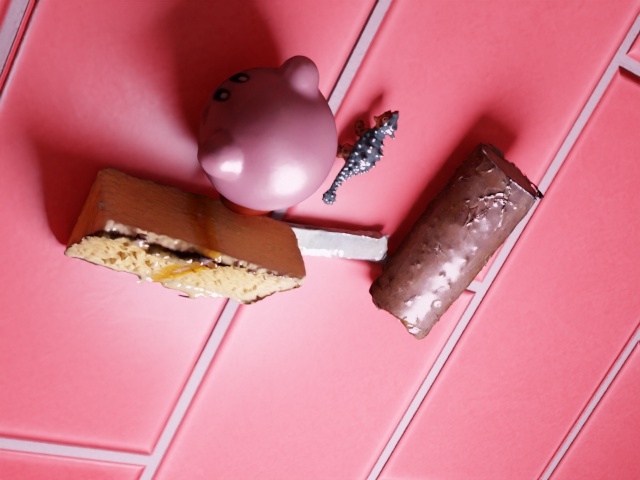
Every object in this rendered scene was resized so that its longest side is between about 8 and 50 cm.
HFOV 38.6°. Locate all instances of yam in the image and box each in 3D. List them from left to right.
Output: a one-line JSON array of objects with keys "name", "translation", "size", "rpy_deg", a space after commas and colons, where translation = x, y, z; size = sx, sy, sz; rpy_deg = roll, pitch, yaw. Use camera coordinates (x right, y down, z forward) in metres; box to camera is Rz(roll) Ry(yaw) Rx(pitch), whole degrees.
[{"name": "yam", "translation": [0.185, 0.001, 1.280], "size": [0.131, 0.131, 0.280], "rpy_deg": [30, 103, -36]}]

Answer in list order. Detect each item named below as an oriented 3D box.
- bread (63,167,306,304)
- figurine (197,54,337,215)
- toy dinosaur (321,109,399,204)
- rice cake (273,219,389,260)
[{"name": "bread", "translation": [-0.160, 0.004, 1.100], "size": [0.266, 0.142, 0.178], "rpy_deg": [20, 145, -25]}, {"name": "figurine", "translation": [-0.063, -0.118, 1.055], "size": [0.173, 0.173, 0.173], "rpy_deg": [-13, 123, -20]}, {"name": "toy dinosaur", "translation": [0.051, -0.110, 1.191], "size": [0.049, 0.055, 0.154], "rpy_deg": [32, 98, -40]}, {"name": "rice cake", "translation": [0.000, 0.000, 1.242], "size": [0.210, 0.034, 0.043], "rpy_deg": [6, 106, -29]}]
